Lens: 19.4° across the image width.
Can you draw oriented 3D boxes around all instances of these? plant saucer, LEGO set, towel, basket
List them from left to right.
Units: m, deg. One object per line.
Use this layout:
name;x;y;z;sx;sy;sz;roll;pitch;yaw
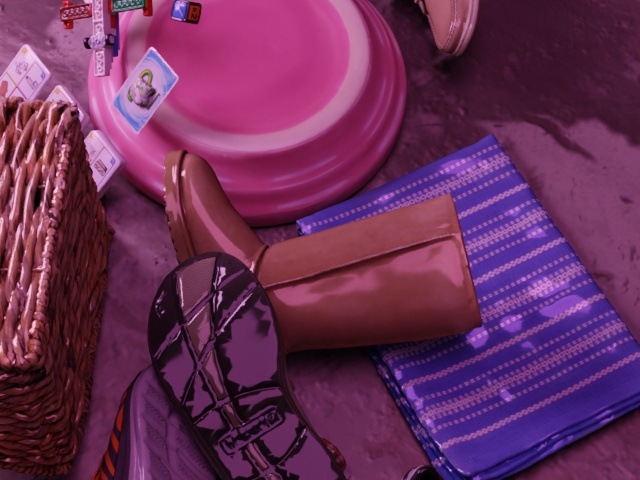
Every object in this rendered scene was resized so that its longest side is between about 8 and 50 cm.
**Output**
basket;-0.322;0.044;1.710;0.214;0.223;0.299;1;57;4
LEGO set;-0.212;-0.173;1.870;0.182;0.244;0.060;50;25;24
plant saucer;-0.074;-0.174;1.922;0.332;0.084;0.332;1;61;-2
towel;0.154;0.064;1.824;0.243;0.040;0.336;-24;64;-16

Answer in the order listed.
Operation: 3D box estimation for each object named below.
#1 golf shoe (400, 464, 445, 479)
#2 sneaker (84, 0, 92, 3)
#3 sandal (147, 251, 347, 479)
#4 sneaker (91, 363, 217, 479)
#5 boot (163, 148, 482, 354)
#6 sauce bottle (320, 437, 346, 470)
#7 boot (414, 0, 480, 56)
golf shoe;0.110;0.290;1.667;0.068;0.086;0.186;-16;64;-13
sneaker;-0.209;-0.282;2.001;0.109;0.040;0.044;-36;66;-21
sandal;-0.068;0.156;1.695;0.120;0.086;0.302;-23;79;-5
sneaker;-0.199;0.243;1.655;0.180;0.124;0.321;-27;28;21
boot;0.000;0.000;1.784;0.270;0.089;0.236;-14;83;6
sauce bottle;-0.032;0.235;1.717;0.042;0.042;0.128;41;68;18
boot;0.078;-0.290;1.971;0.165;0.077;0.213;8;52;-22
